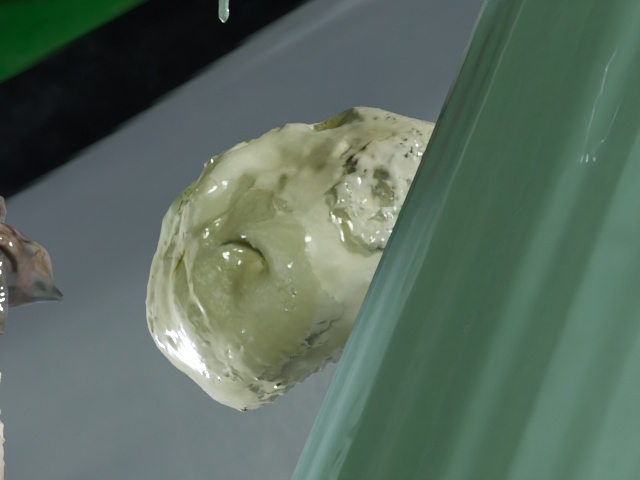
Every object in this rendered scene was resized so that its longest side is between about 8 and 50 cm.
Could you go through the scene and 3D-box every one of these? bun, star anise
[{"bbox_3d":[0.000,0.000,1.598,0.362,0.234,0.326,-39,-12,28],"label":"bun"},{"bbox_3d":[-0.372,0.005,1.574,0.108,0.315,0.315,-61,-20,10],"label":"star anise"}]

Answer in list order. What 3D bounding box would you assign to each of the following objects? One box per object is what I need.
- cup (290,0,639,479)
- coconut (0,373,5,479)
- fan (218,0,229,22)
[{"bbox_3d":[0.193,0.078,0.587,0.310,0.401,0.392,96,-161,-56],"label":"cup"},{"bbox_3d":[-0.276,0.096,0.822,0.233,0.245,0.233,-53,12,16],"label":"coconut"},{"bbox_3d":[-0.070,-0.214,1.133,0.085,0.133,0.005,-11,-11,29],"label":"fan"}]
